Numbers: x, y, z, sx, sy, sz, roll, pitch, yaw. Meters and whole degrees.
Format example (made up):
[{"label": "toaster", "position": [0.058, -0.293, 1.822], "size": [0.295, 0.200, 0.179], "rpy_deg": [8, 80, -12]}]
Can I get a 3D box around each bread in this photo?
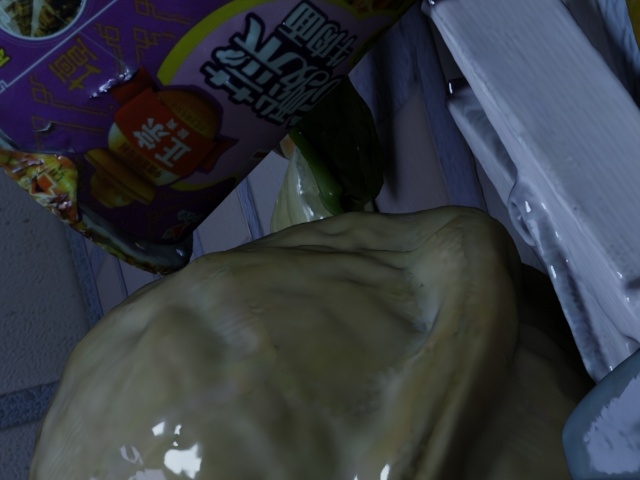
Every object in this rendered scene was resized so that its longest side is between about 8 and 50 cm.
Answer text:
[{"label": "bread", "position": [0.000, 0.000, 1.581], "size": [0.178, 0.060, 0.139], "rpy_deg": [108, 147, -64]}]

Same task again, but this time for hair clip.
[{"label": "hair clip", "position": [0.149, 0.001, 0.959], "size": [0.101, 0.085, 0.330], "rpy_deg": [92, 158, -51]}]

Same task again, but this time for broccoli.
[{"label": "broccoli", "position": [-0.047, -0.122, 1.368], "size": [0.177, 0.199, 0.274], "rpy_deg": [-123, 24, -52]}]

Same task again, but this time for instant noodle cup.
[{"label": "instant noodle cup", "position": [-0.083, -0.184, 1.098], "size": [0.340, 0.266, 0.340], "rpy_deg": [50, -167, -15]}]

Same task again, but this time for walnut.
[{"label": "walnut", "position": [0.021, 0.147, 1.049], "size": [0.381, 0.381, 0.381], "rpy_deg": [167, 90, -76]}]

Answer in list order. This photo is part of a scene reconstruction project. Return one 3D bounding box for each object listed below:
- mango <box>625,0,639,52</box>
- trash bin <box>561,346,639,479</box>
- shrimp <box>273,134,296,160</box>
[{"label": "mango", "position": [0.182, -0.069, 0.648], "size": [0.130, 0.167, 0.262], "rpy_deg": [121, 139, -50]}, {"label": "trash bin", "position": [0.199, 0.132, 0.759], "size": [0.177, 0.101, 0.236], "rpy_deg": [-8, 100, 45]}, {"label": "shrimp", "position": [-0.056, -0.163, 1.677], "size": [0.296, 0.058, 0.169], "rpy_deg": [-154, 60, -67]}]
